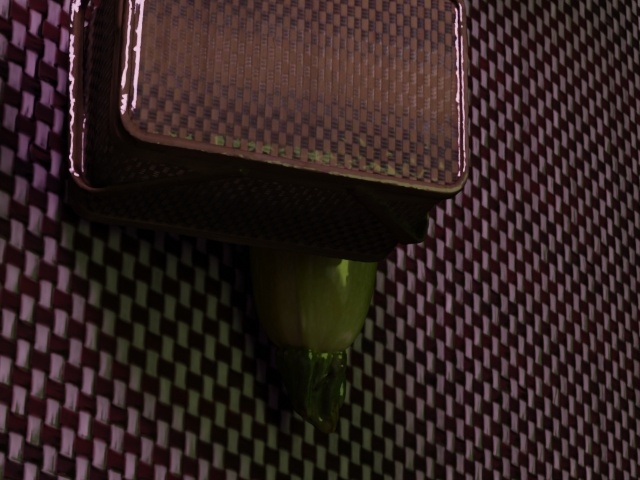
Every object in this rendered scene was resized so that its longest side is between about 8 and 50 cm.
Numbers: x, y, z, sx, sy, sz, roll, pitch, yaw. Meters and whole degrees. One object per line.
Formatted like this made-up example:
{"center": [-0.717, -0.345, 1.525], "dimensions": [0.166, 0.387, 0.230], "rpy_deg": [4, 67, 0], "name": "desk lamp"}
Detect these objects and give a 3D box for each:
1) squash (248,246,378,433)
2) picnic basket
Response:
{"center": [-0.001, -0.006, 1.472], "dimensions": [0.137, 0.137, 0.287], "rpy_deg": [27, 59, -49], "name": "squash"}
{"center": [-0.038, -0.094, 1.335], "dimensions": [0.267, 0.139, 0.165], "rpy_deg": [9, 67, -18], "name": "picnic basket"}
